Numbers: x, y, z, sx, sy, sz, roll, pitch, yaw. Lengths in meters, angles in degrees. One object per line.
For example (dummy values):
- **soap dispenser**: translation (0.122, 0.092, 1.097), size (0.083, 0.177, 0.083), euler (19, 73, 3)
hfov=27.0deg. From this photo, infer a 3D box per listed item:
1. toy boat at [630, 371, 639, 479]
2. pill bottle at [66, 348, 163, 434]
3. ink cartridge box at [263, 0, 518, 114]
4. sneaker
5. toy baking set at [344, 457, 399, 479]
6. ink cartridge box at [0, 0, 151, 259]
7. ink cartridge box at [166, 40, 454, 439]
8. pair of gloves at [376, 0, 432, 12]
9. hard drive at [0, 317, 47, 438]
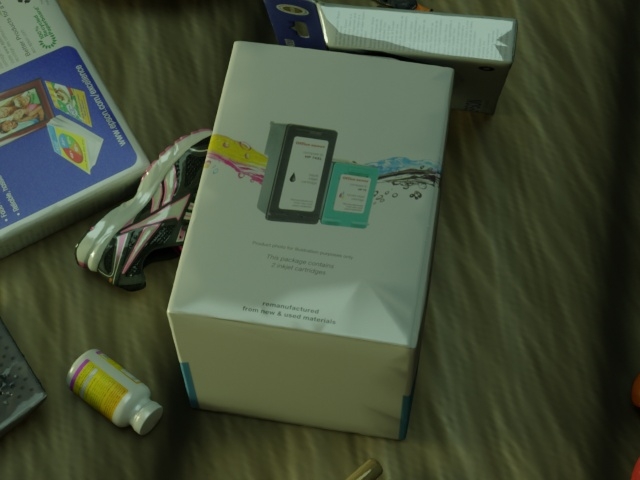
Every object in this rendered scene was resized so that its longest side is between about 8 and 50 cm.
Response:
- **toy boat**: translation (0.329, 0.146, 1.120), size (0.151, 0.151, 0.231), euler (18, 57, 44)
- **pill bottle**: translation (-0.179, 0.134, 1.163), size (0.083, 0.043, 0.043), euler (34, 66, 18)
- **ink cartridge box**: translation (0.061, -0.168, 1.234), size (0.224, 0.223, 0.045), euler (8, 84, 5)
- **sneaker**: translation (-0.143, -0.022, 1.247), size (0.077, 0.072, 0.178), euler (40, 76, 7)
- **toy baking set**: translation (0.057, 0.280, 1.093), size (0.197, 0.030, 0.256), euler (41, 69, 17)
- **ink cartridge box**: translation (-0.363, -0.117, 1.271), size (0.307, 0.072, 0.304), euler (-27, 74, -13)
- **ink cartridge box**: translation (0.000, 0.000, 1.150), size (0.197, 0.198, 0.270), euler (8, 60, 5)
- **pair of gloves**: translation (0.069, -0.231, 1.386), size (0.074, 0.010, 0.083), euler (27, 63, 14)
- **hard drive**: translation (-0.380, 0.148, 1.150), size (0.254, 0.054, 0.172), euler (-31, 65, -16)
